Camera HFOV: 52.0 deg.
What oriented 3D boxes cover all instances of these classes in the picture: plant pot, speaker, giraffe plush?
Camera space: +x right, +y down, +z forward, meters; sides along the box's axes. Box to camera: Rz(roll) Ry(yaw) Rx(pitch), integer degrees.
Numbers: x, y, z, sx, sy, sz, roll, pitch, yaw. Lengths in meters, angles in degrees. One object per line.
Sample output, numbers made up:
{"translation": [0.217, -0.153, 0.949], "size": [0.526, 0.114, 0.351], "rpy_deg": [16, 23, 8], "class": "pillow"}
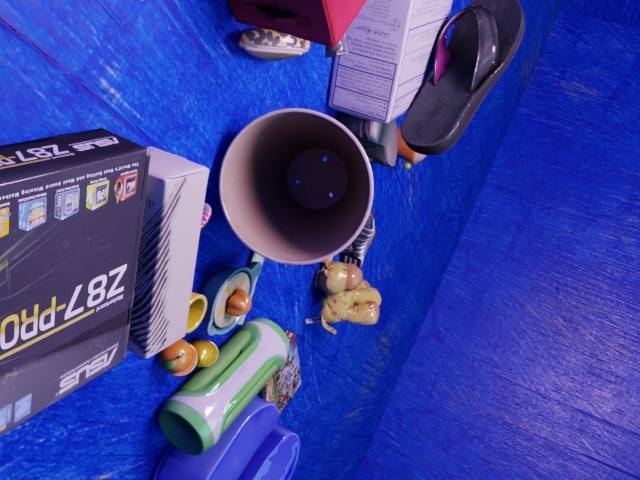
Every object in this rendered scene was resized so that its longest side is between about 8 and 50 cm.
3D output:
{"translation": [-0.023, -0.107, 1.198], "size": [0.274, 0.256, 0.256], "rpy_deg": [-50, 158, -78], "class": "plant pot"}
{"translation": [-0.182, 0.280, 1.298], "size": [0.296, 0.131, 0.131], "rpy_deg": [-44, 149, -46], "class": "speaker"}
{"translation": [0.053, 0.122, 1.717], "size": [0.210, 0.181, 0.170], "rpy_deg": [-18, 124, -19], "class": "giraffe plush"}

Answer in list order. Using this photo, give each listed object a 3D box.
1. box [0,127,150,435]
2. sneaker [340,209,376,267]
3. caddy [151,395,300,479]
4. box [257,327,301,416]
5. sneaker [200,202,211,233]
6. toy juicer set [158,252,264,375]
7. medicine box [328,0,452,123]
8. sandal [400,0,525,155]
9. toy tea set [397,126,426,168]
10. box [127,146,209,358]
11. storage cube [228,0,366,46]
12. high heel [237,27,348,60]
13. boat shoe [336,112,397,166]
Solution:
{"translation": [-0.361, 0.065, 0.700], "size": [0.395, 0.097, 0.318], "rpy_deg": [-30, 140, -59], "class": "box"}
{"translation": [0.114, -0.036, 1.790], "size": [0.132, 0.086, 0.229], "rpy_deg": [-56, 166, -41], "class": "sneaker"}
{"translation": [-0.204, 0.468, 1.368], "size": [0.341, 0.179, 0.241], "rpy_deg": [-54, 131, -33], "class": "caddy"}
{"translation": [-0.112, 0.350, 1.646], "size": [0.159, 0.044, 0.233], "rpy_deg": [-53, 154, -35], "class": "box"}
{"translation": [-0.215, -0.007, 1.063], "size": [0.119, 0.047, 0.057], "rpy_deg": [-56, 164, -11], "class": "sneaker"}
{"translation": [-0.175, 0.141, 1.230], "size": [0.329, 0.089, 0.209], "rpy_deg": [-33, 140, -57], "class": "toy juicer set"}
{"translation": [0.155, -0.429, 1.396], "size": [0.263, 0.149, 0.289], "rpy_deg": [-39, 145, -53], "class": "medicine box"}
{"translation": [0.306, -0.385, 1.394], "size": [0.107, 0.167, 0.446], "rpy_deg": [48, 63, -48], "class": "sandal"}
{"translation": [0.292, -0.366, 1.821], "size": [0.200, 0.124, 0.336], "rpy_deg": [-44, 149, -46], "class": "toy tea set"}
{"translation": [-0.242, 0.017, 0.923], "size": [0.094, 0.113, 0.275], "rpy_deg": [-29, 135, -57], "class": "box"}
{"translation": [-0.030, -0.423, 0.910], "size": [0.215, 0.183, 0.193], "rpy_deg": [-60, 156, -19], "class": "storage cube"}
{"translation": [-0.051, -0.394, 1.074], "size": [0.261, 0.093, 0.186], "rpy_deg": [-20, 106, -47], "class": "high heel"}
{"translation": [0.122, -0.256, 1.595], "size": [0.335, 0.095, 0.112], "rpy_deg": [20, 78, -73], "class": "boat shoe"}
